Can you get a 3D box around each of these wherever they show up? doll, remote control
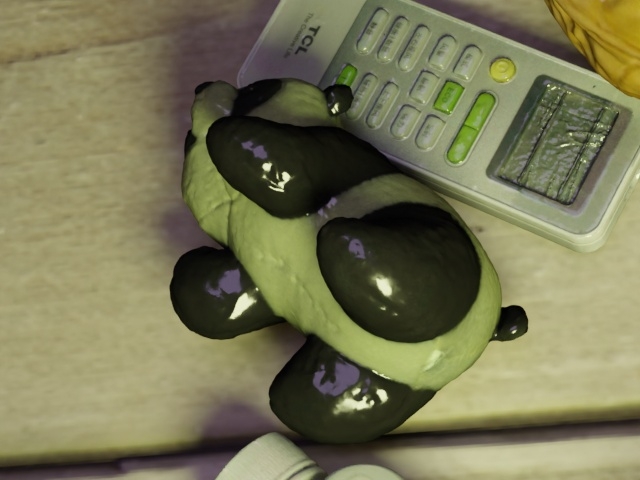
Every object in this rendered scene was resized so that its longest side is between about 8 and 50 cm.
[{"bbox_3d":[0.001,0.002,1.137,0.234,0.143,0.135,41,39,24],"label":"doll"},{"bbox_3d":[0.075,-0.082,1.202,0.250,0.034,0.103,26,77,20],"label":"remote control"}]

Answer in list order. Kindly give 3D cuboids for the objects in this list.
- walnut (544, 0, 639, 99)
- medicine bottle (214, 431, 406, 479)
[{"bbox_3d":[0.197,-0.164,1.134,0.159,0.159,0.207,-32,56,0],"label":"walnut"},{"bbox_3d":[0.021,0.186,1.093,0.183,0.069,0.119,40,85,25],"label":"medicine bottle"}]
